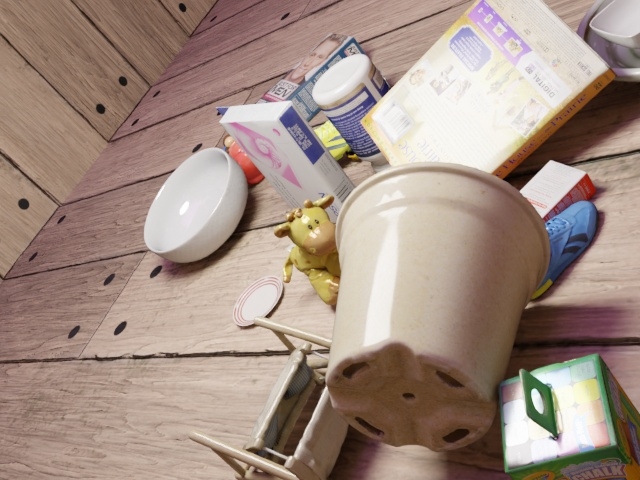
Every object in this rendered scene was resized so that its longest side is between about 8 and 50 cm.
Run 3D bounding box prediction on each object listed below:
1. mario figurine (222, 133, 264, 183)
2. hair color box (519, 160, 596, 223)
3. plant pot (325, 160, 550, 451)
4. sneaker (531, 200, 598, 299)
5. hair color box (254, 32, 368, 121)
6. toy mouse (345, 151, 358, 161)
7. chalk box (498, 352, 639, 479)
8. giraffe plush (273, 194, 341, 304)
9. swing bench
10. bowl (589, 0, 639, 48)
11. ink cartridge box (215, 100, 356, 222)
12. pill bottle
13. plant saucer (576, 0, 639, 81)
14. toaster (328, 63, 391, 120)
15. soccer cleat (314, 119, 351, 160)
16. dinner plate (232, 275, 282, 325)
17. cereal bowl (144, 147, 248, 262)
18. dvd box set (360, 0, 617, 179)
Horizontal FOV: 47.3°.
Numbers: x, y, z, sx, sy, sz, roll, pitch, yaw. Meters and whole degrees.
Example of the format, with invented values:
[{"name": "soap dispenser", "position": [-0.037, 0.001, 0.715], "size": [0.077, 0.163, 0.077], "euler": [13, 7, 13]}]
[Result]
[{"name": "mario figurine", "position": [-0.258, -0.269, 2.153], "size": [0.320, 0.170, 0.198], "euler": [19, 100, 64]}, {"name": "hair color box", "position": [0.387, -0.057, 1.281], "size": [0.167, 0.053, 0.093], "euler": [-43, 32, -5]}, {"name": "plant pot", "position": [0.150, 0.111, 1.039], "size": [0.334, 0.334, 0.305], "euler": [-19, 33, 33]}, {"name": "sneaker", "position": [0.376, 0.000, 1.194], "size": [0.209, 0.082, 0.069], "euler": [-47, 29, -11]}, {"name": "hair color box", "position": [-0.031, -0.477, 2.234], "size": [0.347, 0.105, 0.174], "euler": [-44, 31, -6]}, {"name": "toy mouse", "position": [0.131, -0.247, 1.829], "size": [0.143, 0.031, 0.161], "euler": [-40, 31, 3]}, {"name": "chalk box", "position": [0.298, 0.230, 0.859], "size": [0.132, 0.213, 0.132], "euler": [-24, 35, 28]}, {"name": "giraffe plush", "position": [0.000, 0.000, 1.465], "size": [0.210, 0.170, 0.181], "euler": [17, 58, 25]}, {"name": "swing bench", "position": [-0.038, 0.281, 1.230], "size": [0.255, 0.165, 0.253], "euler": [1, 50, 42]}, {"name": "bowl", "position": [0.575, -0.398, 1.306], "size": [0.142, 0.053, 0.142], "euler": [-40, 31, 4]}, {"name": "ink cartridge box", "position": [-0.083, -0.175, 1.692], "size": [0.330, 0.324, 0.071], "euler": [8, 54, 53]}, {"name": "pill bottle", "position": [0.113, -0.276, 1.659], "size": [0.153, 0.264, 0.153], "euler": [-29, 31, 20]}, {"name": "plant saucer", "position": [0.681, -0.409, 1.351], "size": [0.400, 0.100, 0.400], "euler": [-28, 34, 21]}, {"name": "toaster", "position": [0.105, -0.368, 1.936], "size": [0.186, 0.110, 0.168], "euler": [-36, 30, 9]}, {"name": "soccer cleat", "position": [0.000, -0.245, 1.835], "size": [0.289, 0.121, 0.093], "euler": [-47, 31, 20]}, {"name": "dinner plate", "position": [-0.140, 0.139, 1.660], "size": [0.141, 0.017, 0.141], "euler": [-30, 32, 21]}, {"name": "cereal bowl", "position": [-0.319, -0.078, 1.991], "size": [0.339, 0.141, 0.339], "euler": [-28, 42, 29]}, {"name": "dvd box set", "position": [0.304, -0.270, 1.418], "size": [0.420, 0.062, 0.307], "euler": [-45, 58, 22]}]
